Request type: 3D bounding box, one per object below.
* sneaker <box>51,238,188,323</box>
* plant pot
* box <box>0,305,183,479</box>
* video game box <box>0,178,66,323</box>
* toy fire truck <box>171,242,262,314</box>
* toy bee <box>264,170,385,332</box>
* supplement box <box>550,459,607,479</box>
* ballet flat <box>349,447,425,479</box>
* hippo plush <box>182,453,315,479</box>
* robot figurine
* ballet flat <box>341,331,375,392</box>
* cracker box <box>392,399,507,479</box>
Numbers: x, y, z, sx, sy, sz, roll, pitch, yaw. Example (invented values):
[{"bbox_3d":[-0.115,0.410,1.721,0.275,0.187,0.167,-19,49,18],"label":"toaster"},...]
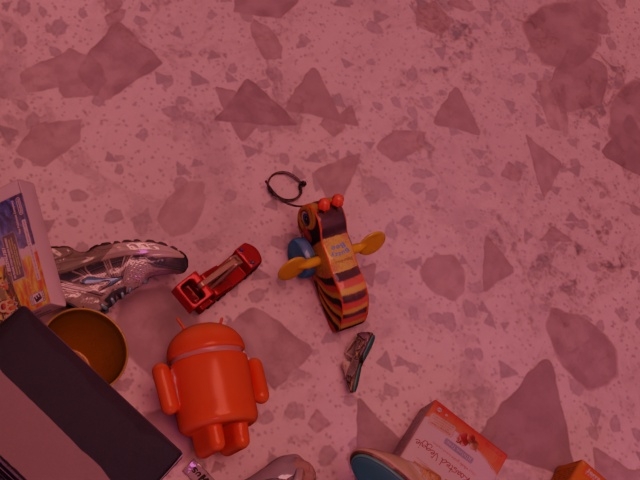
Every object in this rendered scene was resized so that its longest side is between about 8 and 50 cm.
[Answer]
[{"bbox_3d":[-0.345,0.070,1.833,0.283,0.110,0.122,-6,82,-16],"label":"sneaker"},{"bbox_3d":[-0.367,0.181,1.761,0.134,0.095,0.134,12,59,-21],"label":"plant pot"},{"bbox_3d":[-0.376,0.286,1.600,0.296,0.294,0.183,43,60,1],"label":"box"},{"bbox_3d":[-0.490,0.037,1.747,0.048,0.187,0.205,19,48,-64],"label":"video game box"},{"bbox_3d":[-0.162,0.058,1.875,0.192,0.135,0.047,-39,85,-30],"label":"toy fire truck"},{"bbox_3d":[0.000,0.000,1.950,0.298,0.162,0.195,47,62,3],"label":"toy bee"},{"bbox_3d":[0.393,0.478,1.936,0.078,0.080,0.233,39,57,-4],"label":"supplement box"},{"bbox_3d":[0.149,0.397,1.809,0.248,0.086,0.086,45,60,0],"label":"ballet flat"},{"bbox_3d":[-0.056,0.396,1.707,0.294,0.236,0.234,39,60,-1],"label":"hippo plush"},{"bbox_3d":[-0.167,0.222,1.807,0.158,0.128,0.219,-14,72,3],"label":"robot figurine"},{"bbox_3d":[0.057,0.202,1.957,0.041,0.041,0.114,27,60,-8],"label":"ballet flat"},{"bbox_3d":[0.181,0.398,1.896,0.156,0.067,0.232,37,60,-2],"label":"cracker box"}]
